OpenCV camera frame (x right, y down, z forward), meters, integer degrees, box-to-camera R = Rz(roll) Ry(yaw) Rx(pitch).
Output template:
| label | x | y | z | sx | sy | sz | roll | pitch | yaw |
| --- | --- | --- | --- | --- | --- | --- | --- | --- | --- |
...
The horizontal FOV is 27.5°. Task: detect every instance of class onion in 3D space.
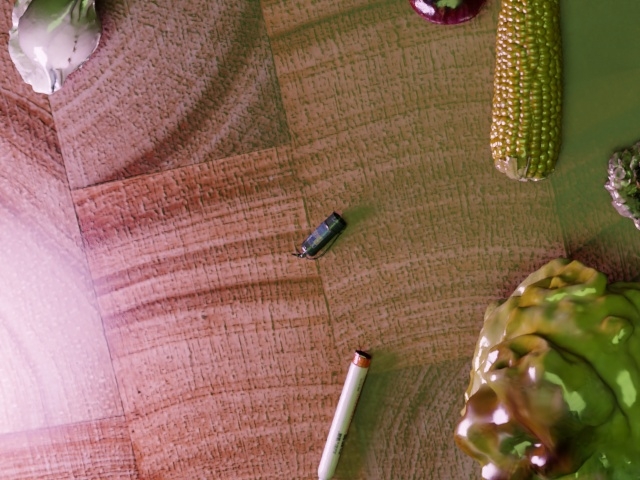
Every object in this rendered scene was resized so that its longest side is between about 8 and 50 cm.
| label | x | y | z | sx | sy | sz | roll | pitch | yaw |
| --- | --- | --- | --- | --- | --- | --- | --- | --- | --- |
| onion | 0.161 | -0.321 | 1.655 | 0.107 | 0.097 | 0.107 | -1 | 70 | 4 |

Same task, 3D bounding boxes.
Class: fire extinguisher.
| label | x | y | z | sx | sy | sz | roll | pitch | yaw |
| --- | --- | --- | --- | --- | --- | --- | --- | --- | --- |
| fire extinguisher | 0.000 | 0.000 | 1.775 | 0.038 | 0.025 | 0.083 | 41 | 107 | -20 |

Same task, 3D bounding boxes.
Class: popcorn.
| label | x | y | z | sx | sy | sz | roll | pitch | yaw |
| --- | --- | --- | --- | --- | --- | --- | --- | --- | --- |
| popcorn | 0.305 | 0.183 | 1.611 | 0.312 | 0.312 | 0.312 | 2 | 99 | 13 |

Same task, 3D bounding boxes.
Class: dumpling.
| label | x | y | z | sx | sy | sz | roll | pitch | yaw |
| --- | --- | --- | --- | --- | --- | --- | --- | --- | --- |
| dumpling | -0.363 | -0.295 | 1.777 | 0.127 | 0.108 | 0.188 | 47 | 122 | 29 |

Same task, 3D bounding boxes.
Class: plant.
| label | x | y | z | sx | sy | sz | roll | pitch | yaw |
| --- | --- | --- | --- | --- | --- | --- | --- | --- | --- |
| plant | 0.412 | -0.070 | 1.623 | 0.104 | 0.122 | 0.117 | -31 | 84 | 5 |

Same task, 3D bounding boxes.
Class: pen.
| label | x | y | z | sx | sy | sz | roll | pitch | yaw |
| --- | --- | --- | --- | --- | --- | --- | --- | --- | --- |
| pen | 0.028 | 0.256 | 1.809 | 0.026 | 0.026 | 0.218 | 19 | 103 | 9 |

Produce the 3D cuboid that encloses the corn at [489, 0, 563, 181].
| label | x | y | z | sx | sy | sz | roll | pitch | yaw |
| --- | --- | --- | --- | --- | --- | --- | --- | --- | --- |
| corn | 0.262 | -0.203 | 1.647 | 0.091 | 0.091 | 0.260 | 15 | 106 | 52 |
